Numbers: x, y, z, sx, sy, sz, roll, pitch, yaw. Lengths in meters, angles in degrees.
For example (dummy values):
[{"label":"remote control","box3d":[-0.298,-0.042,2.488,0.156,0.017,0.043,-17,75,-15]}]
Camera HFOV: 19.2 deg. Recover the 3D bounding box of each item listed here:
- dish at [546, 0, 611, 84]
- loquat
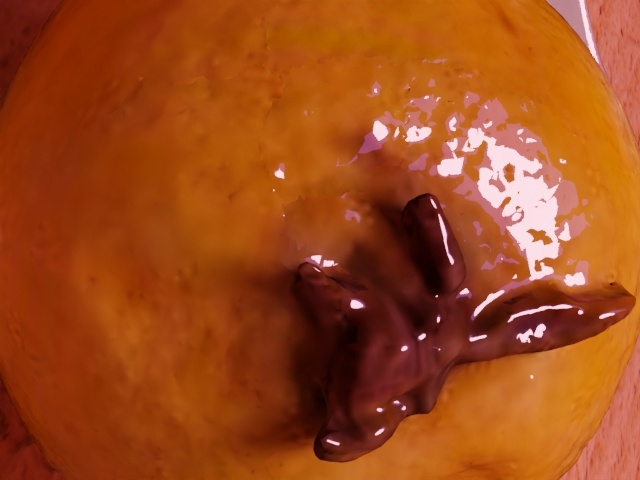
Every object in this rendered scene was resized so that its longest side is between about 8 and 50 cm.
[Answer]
[{"label":"dish","box3d":[0.106,-0.136,1.058,0.151,0.077,0.212,-41,123,-62]},{"label":"loquat","box3d":[0.000,0.000,0.622,0.244,0.244,0.244,-5,90,-65]}]
